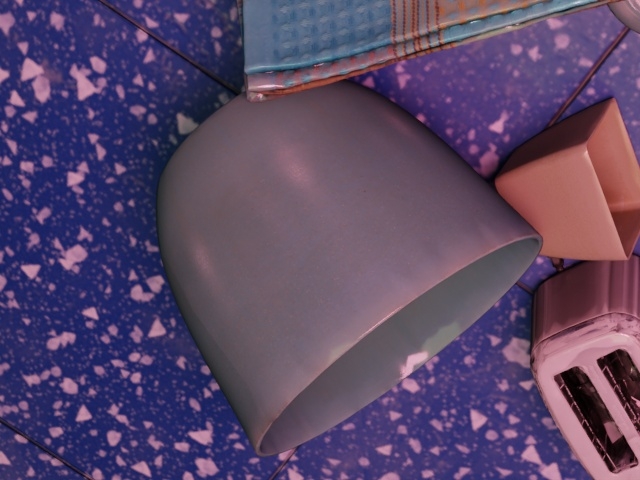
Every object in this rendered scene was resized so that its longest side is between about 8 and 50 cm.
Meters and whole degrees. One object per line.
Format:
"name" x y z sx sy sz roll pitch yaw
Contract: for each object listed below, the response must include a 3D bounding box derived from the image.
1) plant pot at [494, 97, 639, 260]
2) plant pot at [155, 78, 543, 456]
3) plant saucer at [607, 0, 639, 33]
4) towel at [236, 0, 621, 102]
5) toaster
"plant pot" 0.215 -0.045 1.021 0.096 0.109 0.109 -12 111 33
"plant pot" 0.000 0.000 0.997 0.293 0.293 0.235 -45 73 27
"plant saucer" 0.288 -0.219 0.962 0.119 0.021 0.119 6 116 12
"towel" 0.096 -0.273 0.894 0.370 0.040 0.271 -12 73 19
"toaster" 0.266 0.114 1.052 0.129 0.146 0.227 -25 106 22
